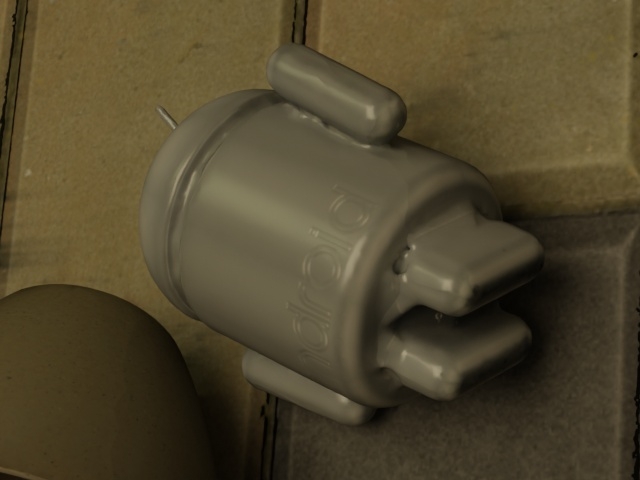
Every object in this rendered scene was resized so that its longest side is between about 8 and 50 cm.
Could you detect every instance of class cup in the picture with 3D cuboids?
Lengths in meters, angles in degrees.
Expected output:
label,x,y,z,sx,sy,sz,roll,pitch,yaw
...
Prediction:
label,x,y,z,sx,sy,sz,roll,pitch,yaw
cup,-0.219,0.177,1.373,0.331,0.331,0.237,-13,43,28

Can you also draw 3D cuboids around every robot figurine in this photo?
label,x,y,z,sx,sy,sz,roll,pitch,yaw
robot figurine,0.000,0.000,1.322,0.353,0.200,0.299,24,118,35
